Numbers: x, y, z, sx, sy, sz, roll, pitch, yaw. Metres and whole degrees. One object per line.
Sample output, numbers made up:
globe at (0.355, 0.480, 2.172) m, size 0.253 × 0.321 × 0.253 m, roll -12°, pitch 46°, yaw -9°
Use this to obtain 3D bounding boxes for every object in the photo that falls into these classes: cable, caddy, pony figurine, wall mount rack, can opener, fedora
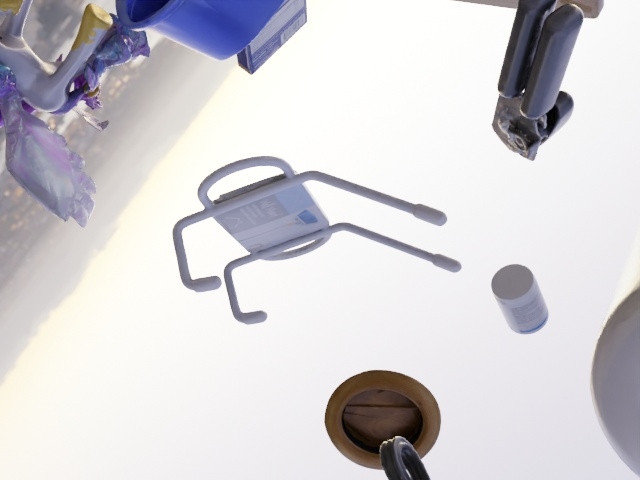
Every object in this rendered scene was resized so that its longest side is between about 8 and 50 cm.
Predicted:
cable at (0.149, 0.375, 1.182) m, size 0.072 × 0.287 × 0.139 m, roll -36°, pitch -168°, yaw 33°
caddy at (-0.139, -0.406, 1.271) m, size 0.341 × 0.179 × 0.241 m, roll -49°, pitch -141°, yaw 19°
pony figurine at (-0.433, -0.239, 1.495) m, size 0.363 × 0.351 × 0.303 m, roll -40°, pitch -142°, yaw 24°
wall mount rack at (0.000, 0.000, 1.181) m, size 0.304 × 0.130 × 0.350 m, roll -19°, pitch 161°, yaw 7°
can opener at (0.256, -0.191, 1.124) m, size 0.095 × 0.076 × 0.283 m, roll -36°, pitch 158°, yaw -17°
fedora at (0.104, 0.292, 1.642) m, size 0.194 × 0.194 × 0.079 m, roll -50°, pitch -173°, yaw 11°

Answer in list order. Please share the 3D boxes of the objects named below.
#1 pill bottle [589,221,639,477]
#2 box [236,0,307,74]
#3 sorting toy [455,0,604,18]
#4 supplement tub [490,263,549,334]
pill bottle at (0.254, 0.034, 0.583) m, size 0.146 × 0.146 × 0.264 m, roll -45°, pitch 179°, yaw 33°
box at (-0.076, -0.357, 1.460) m, size 0.136 × 0.036 × 0.225 m, roll -46°, pitch 166°, yaw -16°
sorting toy at (0.253, -0.436, 1.295) m, size 0.257 × 0.255 × 0.089 m, roll 17°, pitch -121°, yaw 32°
supplement tub at (0.312, 0.093, 1.524) m, size 0.071 × 0.107 × 0.071 m, roll -14°, pitch -131°, yaw 17°
